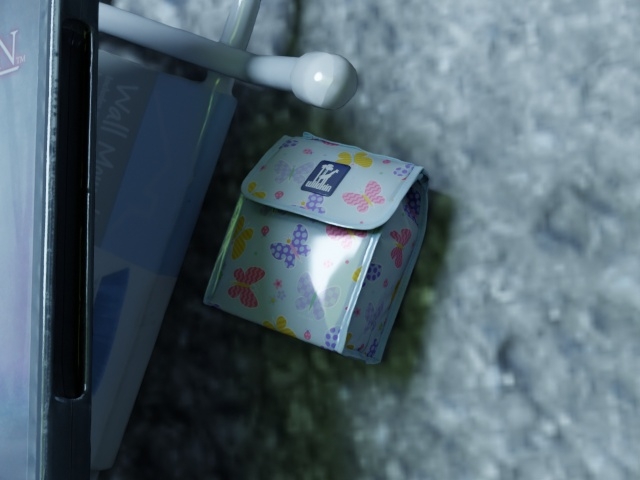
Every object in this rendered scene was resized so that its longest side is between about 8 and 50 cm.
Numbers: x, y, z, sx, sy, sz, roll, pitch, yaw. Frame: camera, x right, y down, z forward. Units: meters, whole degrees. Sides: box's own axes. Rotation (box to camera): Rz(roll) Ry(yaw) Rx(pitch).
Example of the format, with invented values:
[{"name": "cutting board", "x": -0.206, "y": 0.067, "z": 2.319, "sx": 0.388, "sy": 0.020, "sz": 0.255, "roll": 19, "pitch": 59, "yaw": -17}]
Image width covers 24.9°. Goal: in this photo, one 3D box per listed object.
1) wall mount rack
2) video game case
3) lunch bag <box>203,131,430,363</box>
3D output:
[{"name": "wall mount rack", "x": -0.104, "y": 0.009, "z": 0.586, "sx": 0.304, "sy": 0.130, "sz": 0.350, "roll": 22, "pitch": 96, "yaw": 37}, {"name": "video game case", "x": -0.157, "y": 0.001, "z": 0.541, "sx": 0.196, "sy": 0.026, "sz": 0.274, "roll": -10, "pitch": 76, "yaw": 38}, {"name": "lunch bag", "x": 0.000, "y": 0.000, "z": 0.595, "sx": 0.071, "sy": 0.053, "sz": 0.083, "roll": 19, "pitch": 85, "yaw": 27}]
